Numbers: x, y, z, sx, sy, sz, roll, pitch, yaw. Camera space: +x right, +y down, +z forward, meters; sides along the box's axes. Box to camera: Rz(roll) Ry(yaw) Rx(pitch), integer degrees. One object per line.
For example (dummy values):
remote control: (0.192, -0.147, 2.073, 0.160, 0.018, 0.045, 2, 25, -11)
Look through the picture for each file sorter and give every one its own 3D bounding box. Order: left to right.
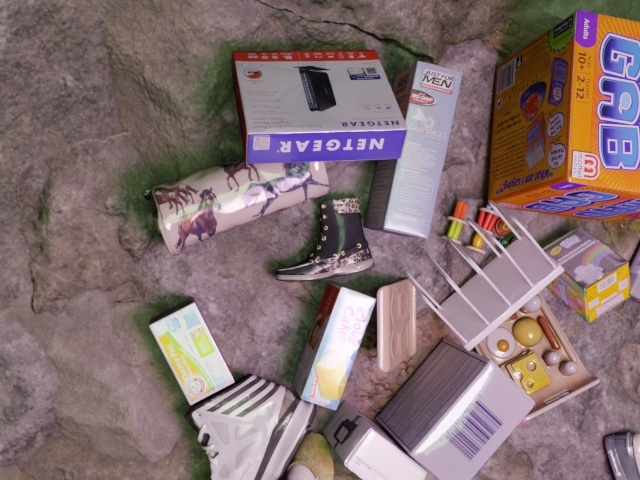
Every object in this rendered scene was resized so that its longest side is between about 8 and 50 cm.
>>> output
file sorter: (0.361, 0.068, 1.644, 0.277, 0.193, 0.173, -41, 113, 6)

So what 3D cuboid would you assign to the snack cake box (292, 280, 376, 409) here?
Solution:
snack cake box: (0.027, 0.234, 1.652, 0.089, 0.152, 0.264, 20, 89, -9)

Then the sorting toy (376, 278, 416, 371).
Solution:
sorting toy: (0.173, 0.192, 1.678, 0.038, 0.208, 0.193, 1, 93, 26)

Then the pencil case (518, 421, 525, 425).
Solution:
pencil case: (0.415, 0.463, 1.771, 0.209, 0.095, 0.098, -40, 68, -7)

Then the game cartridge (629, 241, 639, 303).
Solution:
game cartridge: (0.943, 0.025, 1.874, 0.230, 0.068, 0.355, 28, 87, -7)

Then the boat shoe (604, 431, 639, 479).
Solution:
boat shoe: (0.805, 0.643, 1.868, 0.099, 0.116, 0.320, -6, 104, 32)

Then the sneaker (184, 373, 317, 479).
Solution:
sneaker: (-0.219, 0.505, 1.638, 0.257, 0.169, 0.448, 30, 88, 4)

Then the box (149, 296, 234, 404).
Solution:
box: (-0.287, 0.246, 1.614, 0.114, 0.103, 0.203, -27, 97, -9)

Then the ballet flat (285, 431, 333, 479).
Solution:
ballet flat: (-0.048, 0.623, 1.661, 0.123, 0.123, 0.349, 9, 92, -11)

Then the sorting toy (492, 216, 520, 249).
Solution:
sorting toy: (0.464, -0.010, 1.784, 0.061, 0.042, 0.102, -42, 99, -7)

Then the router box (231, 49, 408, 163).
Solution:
router box: (-0.011, -0.297, 1.564, 0.335, 0.301, 0.082, -4, 137, -12)

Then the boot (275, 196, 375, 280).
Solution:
boot: (0.001, 0.000, 1.676, 0.236, 0.085, 0.179, -9, 90, -12)

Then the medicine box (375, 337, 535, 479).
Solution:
medicine box: (0.294, 0.387, 1.640, 0.149, 0.289, 0.263, 43, 84, -9)

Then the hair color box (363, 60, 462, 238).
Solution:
hair color box: (0.207, -0.200, 1.652, 0.113, 0.185, 0.375, 11, 90, -11)

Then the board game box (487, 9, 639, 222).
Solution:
board game box: (0.625, -0.252, 1.625, 0.356, 0.356, 0.356, 7, 84, -13)

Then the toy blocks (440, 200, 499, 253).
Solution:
toy blocks: (0.371, -0.055, 1.758, 0.123, 0.054, 0.148, 21, 88, -12)

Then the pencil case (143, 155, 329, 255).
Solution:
pencil case: (-0.171, -0.111, 1.589, 0.410, 0.183, 0.160, -23, 104, -12)

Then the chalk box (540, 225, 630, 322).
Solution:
chalk box: (0.626, 0.069, 1.757, 0.132, 0.213, 0.132, -30, 131, -7)

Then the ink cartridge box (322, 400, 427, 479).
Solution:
ink cartridge box: (0.117, 0.478, 1.636, 0.172, 0.237, 0.100, 39, 85, -10)

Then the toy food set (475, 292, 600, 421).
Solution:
toy food set: (0.502, 0.251, 1.741, 0.219, 0.092, 0.306, -25, 76, -10)
